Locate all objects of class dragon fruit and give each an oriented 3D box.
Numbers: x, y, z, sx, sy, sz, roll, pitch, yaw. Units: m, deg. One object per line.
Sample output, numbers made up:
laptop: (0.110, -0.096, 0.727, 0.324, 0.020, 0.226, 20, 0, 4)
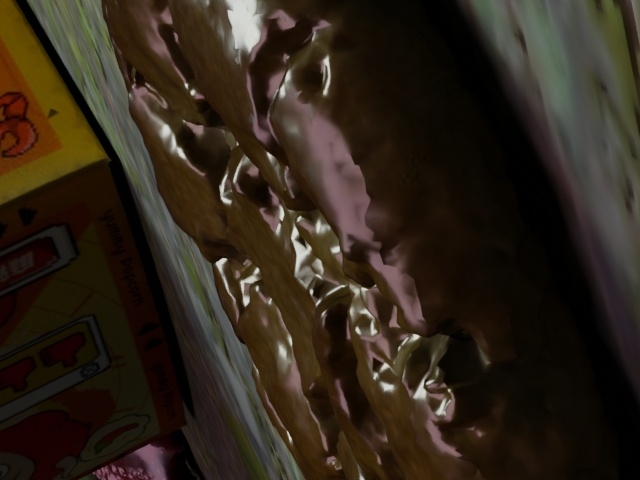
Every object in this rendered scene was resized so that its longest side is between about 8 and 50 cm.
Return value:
dragon fruit: (-0.121, 0.126, 1.206, 0.131, 0.063, 0.097, 59, 168, 23)

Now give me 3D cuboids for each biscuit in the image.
biscuit: (0.000, 0.000, 0.441, 0.226, 0.042, 0.226, 61, 169, 20)

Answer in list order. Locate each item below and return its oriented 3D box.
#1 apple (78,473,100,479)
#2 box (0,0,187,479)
apple: (-0.173, 0.204, 1.319, 0.188, 0.173, 0.207, 51, -146, -53)
box: (-0.245, 0.028, 0.987, 0.214, 0.283, 0.259, 56, 166, 30)
